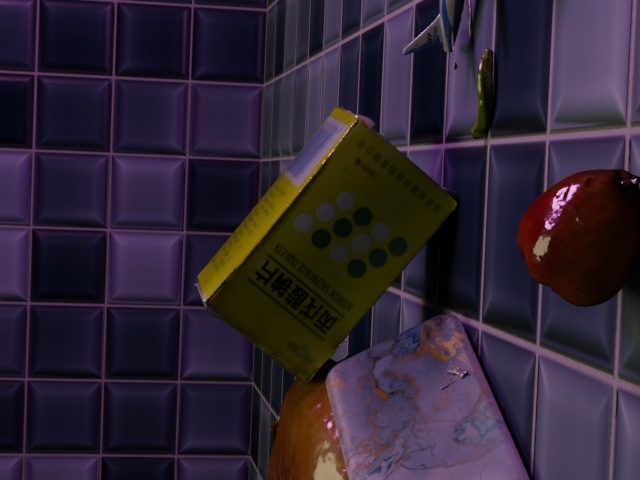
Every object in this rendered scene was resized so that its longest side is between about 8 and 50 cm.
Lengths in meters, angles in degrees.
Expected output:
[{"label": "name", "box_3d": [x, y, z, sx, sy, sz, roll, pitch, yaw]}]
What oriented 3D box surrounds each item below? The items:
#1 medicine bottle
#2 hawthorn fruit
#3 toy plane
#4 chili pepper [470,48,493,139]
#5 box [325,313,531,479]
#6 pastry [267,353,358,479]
[{"label": "medicine bottle", "box_3d": [0.000, 0.000, 1.381, 0.250, 0.137, 0.141, -50, 15, 3]}, {"label": "hawthorn fruit", "box_3d": [0.174, -0.008, 0.867, 0.093, 0.081, 0.081, -51, 25, 22]}, {"label": "toy plane", "box_3d": [0.125, -0.271, 1.257, 0.226, 0.058, 0.226, -96, 14, -59]}, {"label": "chili pepper", "box_3d": [0.145, -0.130, 1.225, 0.030, 0.017, 0.083, -105, 19, -66]}, {"label": "box", "box_3d": [0.087, 0.166, 1.178, 0.044, 0.142, 0.285, 59, -174, -27]}, {"label": "pastry", "box_3d": [0.033, 0.288, 1.395, 0.356, 0.163, 0.356, -175, 90, -79]}]
